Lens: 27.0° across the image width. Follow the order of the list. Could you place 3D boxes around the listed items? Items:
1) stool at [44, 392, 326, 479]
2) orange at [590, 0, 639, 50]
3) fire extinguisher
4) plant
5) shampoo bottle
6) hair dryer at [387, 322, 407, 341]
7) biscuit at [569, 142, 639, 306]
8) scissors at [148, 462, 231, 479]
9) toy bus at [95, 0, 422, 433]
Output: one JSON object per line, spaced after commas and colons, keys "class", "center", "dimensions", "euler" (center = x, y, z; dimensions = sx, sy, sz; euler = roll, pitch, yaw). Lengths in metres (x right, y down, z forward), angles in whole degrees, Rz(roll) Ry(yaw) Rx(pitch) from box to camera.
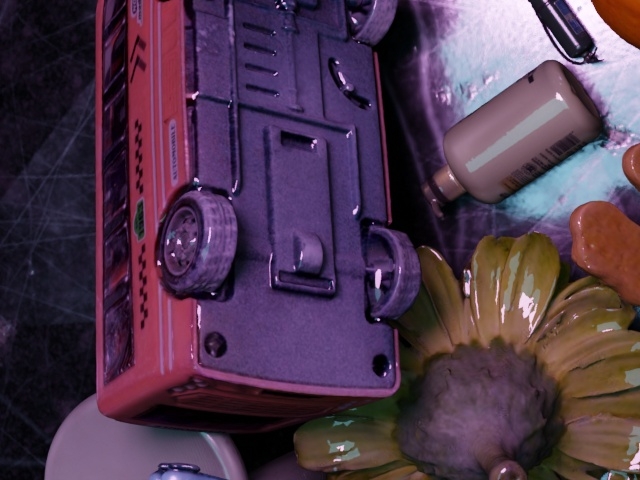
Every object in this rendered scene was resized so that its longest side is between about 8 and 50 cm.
{"class": "stool", "center": [-0.120, 0.212, 1.220], "dimensions": [0.195, 0.198, 0.195], "euler": [-38, 81, 19]}
{"class": "orange", "center": [0.310, -0.242, 0.971], "dimensions": [0.261, 0.261, 0.261], "euler": [3, 98, 20]}
{"class": "fire extinguisher", "center": [0.208, -0.179, 1.140], "dimensions": [0.083, 0.025, 0.038], "euler": [54, 148, 6]}
{"class": "plant", "center": [0.152, 0.163, 1.103], "dimensions": [0.306, 0.297, 0.261], "euler": [-37, 127, 3]}
{"class": "shampoo bottle", "center": [0.156, -0.080, 1.142], "dimensions": [0.162, 0.079, 0.079], "euler": [-35, 84, 21]}
{"class": "hair dryer", "center": [0.014, -0.005, 1.226], "dimensions": [0.173, 0.050, 0.195], "euler": [2, 94, 17]}
{"class": "biscuit", "center": [0.317, 0.026, 1.087], "dimensions": [0.236, 0.040, 0.144], "euler": [43, 84, -5]}
{"class": "scissors", "center": [0.006, 0.231, 1.092], "dimensions": [0.180, 0.393, 0.032], "euler": [-11, 65, 36]}
{"class": "toy bus", "center": [-0.068, -0.066, 1.082], "dimensions": [0.233, 0.203, 0.427], "euler": [-30, 57, 49]}
